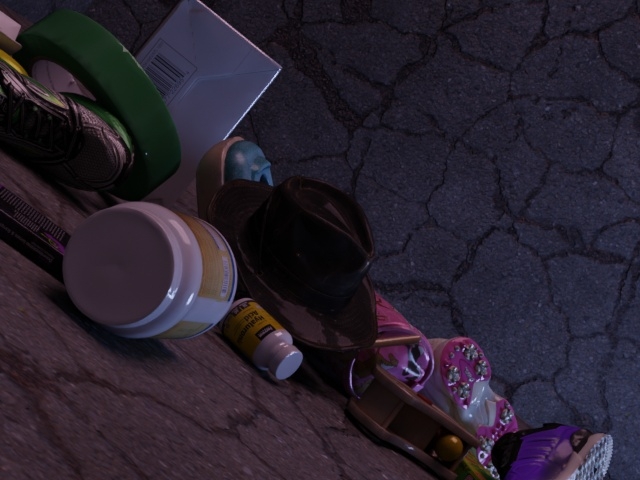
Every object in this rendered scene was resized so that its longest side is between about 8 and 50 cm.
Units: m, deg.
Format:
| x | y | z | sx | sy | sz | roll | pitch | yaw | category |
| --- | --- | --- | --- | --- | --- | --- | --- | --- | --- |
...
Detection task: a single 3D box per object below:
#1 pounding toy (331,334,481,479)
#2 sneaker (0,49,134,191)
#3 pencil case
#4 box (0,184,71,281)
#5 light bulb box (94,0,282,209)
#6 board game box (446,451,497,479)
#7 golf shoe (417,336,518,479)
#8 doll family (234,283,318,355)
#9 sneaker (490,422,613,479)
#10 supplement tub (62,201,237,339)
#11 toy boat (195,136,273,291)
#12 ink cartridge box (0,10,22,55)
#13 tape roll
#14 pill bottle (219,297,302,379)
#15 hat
| x | y | z | sx | sy | sz | roll | pitch | yaw | category |
| --- | --- | --- | --- | --- | --- | --- | --- | --- | --- |
| 0.136 | 0.229 | 1.914 | 0.269 | 0.155 | 0.154 | 37 | 0 | -18 | pounding toy |
| -0.431 | -0.174 | 1.872 | 0.343 | 0.134 | 0.146 | 29 | 10 | 2 | sneaker |
| 0.043 | 0.135 | 2.171 | 0.160 | 0.167 | 0.386 | 5 | 21 | -26 | pencil case |
| -0.329 | -0.011 | 1.449 | 0.162 | 0.029 | 0.116 | 36 | 5 | -10 | box |
| -0.281 | -0.270 | 2.455 | 0.225 | 0.358 | 0.361 | 39 | 3 | -13 | light bulb box |
| 0.223 | 0.360 | 2.013 | 0.092 | 0.043 | 0.181 | 35 | 5 | -30 | board game box |
| 0.240 | 0.284 | 2.163 | 0.140 | 0.115 | 0.306 | 5 | -54 | 49 | golf shoe |
| -0.065 | 0.122 | 1.925 | 0.111 | 0.076 | 0.193 | 19 | 1 | 24 | doll family |
| 0.305 | 0.354 | 1.918 | 0.146 | 0.102 | 0.293 | 20 | 29 | 36 | sneaker |
| -0.182 | 0.034 | 1.391 | 0.144 | 0.144 | 0.199 | 39 | 4 | 13 | supplement tub |
| -0.131 | -0.019 | 2.057 | 0.148 | 0.268 | 0.318 | -3 | 16 | 15 | toy boat |
| -0.548 | -0.322 | 1.988 | 0.198 | 0.067 | 0.115 | -15 | -39 | 42 | ink cartridge box |
| -0.358 | -0.212 | 2.049 | 0.321 | 0.077 | 0.321 | 36 | -28 | 23 | tape roll |
| -0.079 | 0.135 | 1.741 | 0.116 | 0.065 | 0.065 | 40 | 4 | 31 | pill bottle |
| 0.000 | 0.000 | 1.894 | 0.331 | 0.134 | 0.331 | 32 | 31 | -22 | hat |
